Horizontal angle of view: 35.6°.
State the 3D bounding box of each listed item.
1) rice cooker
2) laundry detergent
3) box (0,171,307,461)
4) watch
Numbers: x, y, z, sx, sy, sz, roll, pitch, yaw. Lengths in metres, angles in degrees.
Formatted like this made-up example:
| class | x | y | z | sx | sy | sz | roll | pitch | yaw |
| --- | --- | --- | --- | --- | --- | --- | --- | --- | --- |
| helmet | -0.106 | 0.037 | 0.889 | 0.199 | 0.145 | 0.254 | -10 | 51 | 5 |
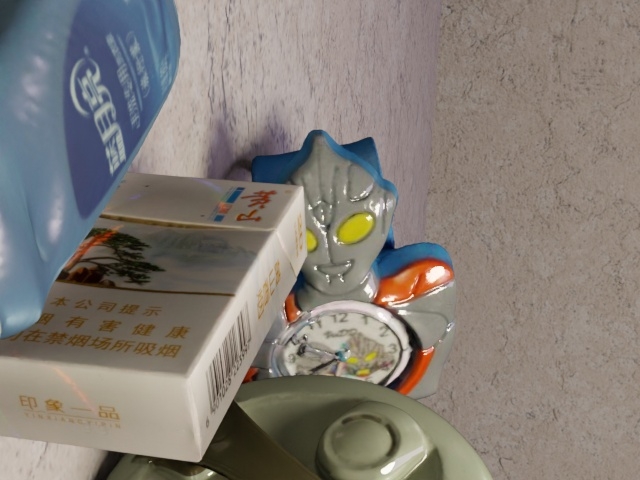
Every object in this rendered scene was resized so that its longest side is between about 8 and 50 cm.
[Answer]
| class | x | y | z | sx | sy | sz | roll | pitch | yaw |
| --- | --- | --- | --- | --- | --- | --- | --- | --- | --- |
| rice cooker | -0.013 | 0.290 | 0.755 | 0.335 | 0.335 | 0.325 | -69 | 159 | -50 |
| laundry detergent | -0.159 | -0.044 | 0.519 | 0.143 | 0.094 | 0.290 | 83 | 17 | -50 |
| box | -0.107 | 0.035 | 0.639 | 0.233 | 0.149 | 0.067 | -64 | 157 | -57 |
| watch | 0.000 | 0.000 | 1.000 | 0.274 | 0.241 | 0.305 | -96 | 179 | -59 |
